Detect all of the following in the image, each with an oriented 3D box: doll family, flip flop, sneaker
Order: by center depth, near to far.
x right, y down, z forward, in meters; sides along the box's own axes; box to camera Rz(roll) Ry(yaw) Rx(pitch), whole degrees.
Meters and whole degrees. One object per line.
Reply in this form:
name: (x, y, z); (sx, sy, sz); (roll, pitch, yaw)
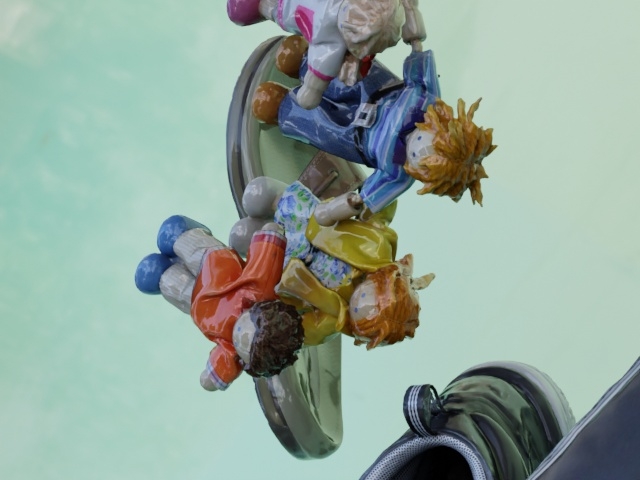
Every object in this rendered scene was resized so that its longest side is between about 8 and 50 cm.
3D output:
sneaker: (0.073, 0.196, 0.947); (0.101, 0.153, 0.268); (-5, 86, 28)
doll family: (0.015, -0.036, 0.970); (0.163, 0.118, 0.263); (34, 110, 54)
flip flop: (0.000, 0.000, 1.175); (0.080, 0.112, 0.277); (-15, 63, 24)

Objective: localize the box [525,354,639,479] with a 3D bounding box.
box: (0.356, 0.174, 0.661); (0.472, 0.480, 0.297); (-47, 25, 5)
